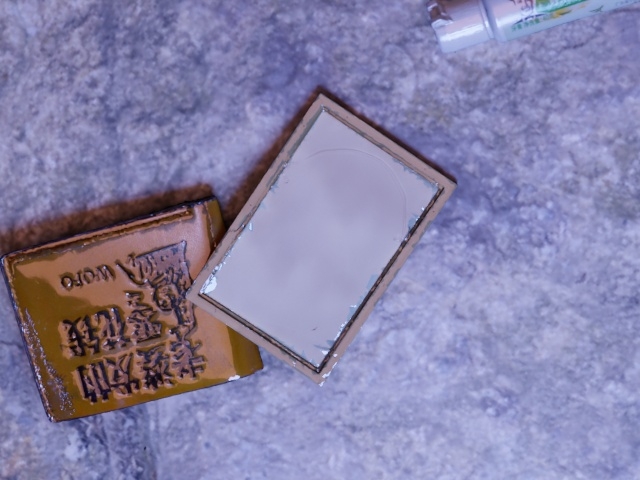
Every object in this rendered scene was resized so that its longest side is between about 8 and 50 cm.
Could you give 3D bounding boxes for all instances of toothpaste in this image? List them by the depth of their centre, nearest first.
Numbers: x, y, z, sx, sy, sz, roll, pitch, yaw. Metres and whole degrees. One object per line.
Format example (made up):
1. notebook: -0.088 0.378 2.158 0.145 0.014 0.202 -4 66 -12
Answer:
1. toothpaste: 0.238 -0.211 1.455 0.314 0.056 0.058 -18 139 9

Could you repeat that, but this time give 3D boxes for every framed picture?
1. framed picture: 0.000 0.000 1.537 0.136 0.010 0.201 33 96 -4

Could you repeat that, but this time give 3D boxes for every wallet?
1. wallet: -0.158 0.063 1.573 0.195 0.042 0.161 -14 102 10
